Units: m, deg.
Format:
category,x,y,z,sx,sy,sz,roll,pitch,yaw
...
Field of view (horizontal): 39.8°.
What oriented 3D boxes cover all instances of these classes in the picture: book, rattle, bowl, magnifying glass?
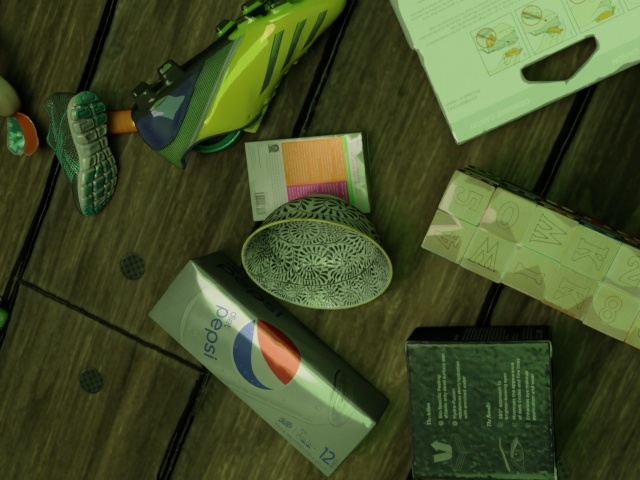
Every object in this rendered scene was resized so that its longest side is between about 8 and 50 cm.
category,x,y,z,sx,sy,sz,roll,pitch,yaw
book,-0.014,-0.075,1.043,0.144,0.035,0.096,-3,98,15
rattle,-0.403,-0.221,1.130,0.200,0.142,0.130,39,137,-8
bowl,0.000,0.000,1.008,0.170,0.080,0.170,5,142,4
magnifying glass,-0.200,-0.150,1.087,0.231,0.026,0.092,-2,96,16

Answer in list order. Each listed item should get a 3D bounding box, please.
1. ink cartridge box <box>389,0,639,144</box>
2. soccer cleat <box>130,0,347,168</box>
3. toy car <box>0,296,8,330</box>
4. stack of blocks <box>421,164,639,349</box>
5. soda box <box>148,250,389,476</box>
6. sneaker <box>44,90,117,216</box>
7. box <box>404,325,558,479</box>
category,x,y,z,sx,sy,sz,roll,pitch,yaw
ink cartridge box,0.223,-0.266,0.945,0.275,0.060,0.238,-24,91,15
soccer cleat,-0.082,-0.194,1.017,0.289,0.093,0.121,-35,115,1
toy car,-0.511,0.044,1.174,0.225,0.053,0.239,42,105,7
stack of blocks,0.267,0.022,0.908,0.297,0.171,0.087,25,102,12
soda box,-0.058,0.140,1.044,0.286,0.098,0.091,41,104,8
sneaker,-0.300,-0.110,1.090,0.076,0.065,0.166,18,122,27
box,0.181,0.178,0.987,0.158,0.093,0.155,-2,96,14
